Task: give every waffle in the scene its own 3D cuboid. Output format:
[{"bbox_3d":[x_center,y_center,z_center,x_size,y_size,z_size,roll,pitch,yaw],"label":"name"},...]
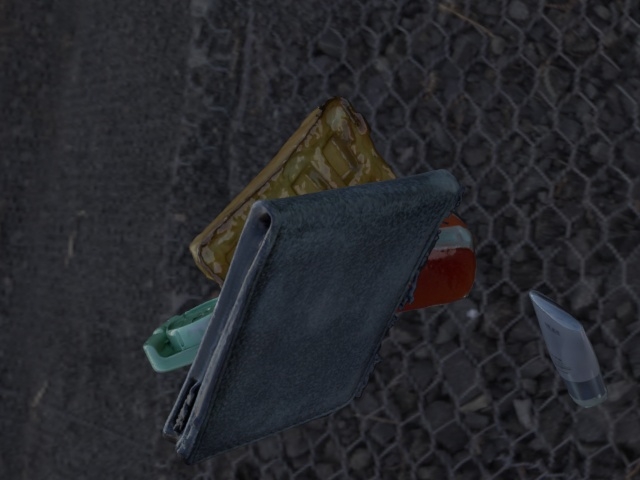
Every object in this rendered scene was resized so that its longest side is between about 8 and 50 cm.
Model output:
[{"bbox_3d":[0.000,0.000,1.557,0.348,0.304,0.077,-50,23,-25],"label":"waffle"}]

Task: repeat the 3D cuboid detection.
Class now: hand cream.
[{"bbox_3d":[0.305,0.136,1.286,0.079,0.255,0.048,34,77,35],"label":"hand cream"}]

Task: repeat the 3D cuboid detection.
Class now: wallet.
[{"bbox_3d":[-0.009,0.052,0.691,0.036,0.167,0.222,47,131,32],"label":"wallet"}]

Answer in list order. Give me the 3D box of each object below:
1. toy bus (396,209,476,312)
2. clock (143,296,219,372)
[{"bbox_3d":[0.084,0.034,1.378,0.120,0.265,0.121,-130,36,-58],"label":"toy bus"},{"bbox_3d":[-0.181,0.139,1.690,0.189,0.148,0.060,-23,99,15],"label":"clock"}]
